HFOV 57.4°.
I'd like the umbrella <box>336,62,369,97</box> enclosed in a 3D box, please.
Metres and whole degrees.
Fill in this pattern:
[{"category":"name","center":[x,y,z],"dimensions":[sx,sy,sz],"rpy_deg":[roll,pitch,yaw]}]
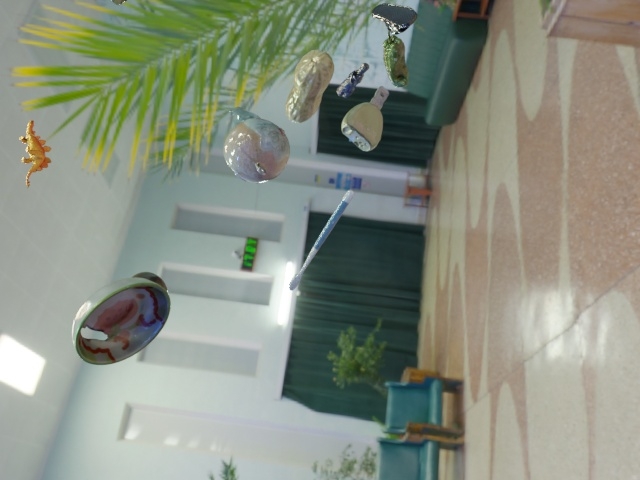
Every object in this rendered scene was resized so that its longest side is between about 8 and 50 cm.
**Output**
[{"category":"umbrella","center":[0.139,-0.643,2.344],"dimensions":[0.248,0.071,0.070],"rpy_deg":[-26,53,61]}]

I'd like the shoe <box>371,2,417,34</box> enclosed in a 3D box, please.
[{"category":"shoe","center":[0.179,-0.519,1.382],"dimensions":[0.159,0.062,0.053],"rpy_deg":[46,171,46]}]

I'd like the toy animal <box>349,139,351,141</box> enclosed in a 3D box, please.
[{"category":"toy animal","center":[0.201,-0.475,2.675],"dimensions":[0.208,0.100,0.103],"rpy_deg":[-6,-90,-59]}]

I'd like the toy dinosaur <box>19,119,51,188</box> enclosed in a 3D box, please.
[{"category":"toy dinosaur","center":[-1.137,-0.343,2.347],"dimensions":[0.117,0.071,0.288],"rpy_deg":[9,-110,-60]}]

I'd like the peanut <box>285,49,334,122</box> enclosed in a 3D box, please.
[{"category":"peanut","center":[-0.043,-0.484,1.863],"dimensions":[0.123,0.124,0.256],"rpy_deg":[-80,15,-52]}]

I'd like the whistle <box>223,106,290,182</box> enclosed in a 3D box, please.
[{"category":"whistle","center":[-0.184,-0.292,1.651],"dimensions":[0.347,0.189,0.189],"rpy_deg":[-112,20,-48]}]

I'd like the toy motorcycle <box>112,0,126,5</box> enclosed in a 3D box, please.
[{"category":"toy motorcycle","center":[-0.809,-0.953,2.024],"dimensions":[0.168,0.411,0.236],"rpy_deg":[-86,3,-71]}]

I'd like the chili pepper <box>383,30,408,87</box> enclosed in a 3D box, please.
[{"category":"chili pepper","center":[0.226,-0.564,1.767],"dimensions":[0.072,0.073,0.203],"rpy_deg":[-44,-41,-22]}]

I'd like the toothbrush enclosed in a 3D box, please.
[{"category":"toothbrush","center":[0.000,0.000,1.351],"dimensions":[0.275,0.019,0.025],"rpy_deg":[-58,15,10]}]

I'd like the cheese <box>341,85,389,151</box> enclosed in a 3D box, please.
[{"category":"cheese","center":[0.116,-0.290,1.337],"dimensions":[0.037,0.097,0.192],"rpy_deg":[-30,26,52]}]

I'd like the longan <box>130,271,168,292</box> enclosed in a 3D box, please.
[{"category":"longan","center":[-0.651,0.207,2.173],"dimensions":[0.187,0.168,0.167],"rpy_deg":[-60,6,20]}]

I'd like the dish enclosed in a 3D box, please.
[{"category":"dish","center":[-0.652,0.235,1.871],"dimensions":[0.324,0.124,0.324],"rpy_deg":[-33,-35,-27]}]
